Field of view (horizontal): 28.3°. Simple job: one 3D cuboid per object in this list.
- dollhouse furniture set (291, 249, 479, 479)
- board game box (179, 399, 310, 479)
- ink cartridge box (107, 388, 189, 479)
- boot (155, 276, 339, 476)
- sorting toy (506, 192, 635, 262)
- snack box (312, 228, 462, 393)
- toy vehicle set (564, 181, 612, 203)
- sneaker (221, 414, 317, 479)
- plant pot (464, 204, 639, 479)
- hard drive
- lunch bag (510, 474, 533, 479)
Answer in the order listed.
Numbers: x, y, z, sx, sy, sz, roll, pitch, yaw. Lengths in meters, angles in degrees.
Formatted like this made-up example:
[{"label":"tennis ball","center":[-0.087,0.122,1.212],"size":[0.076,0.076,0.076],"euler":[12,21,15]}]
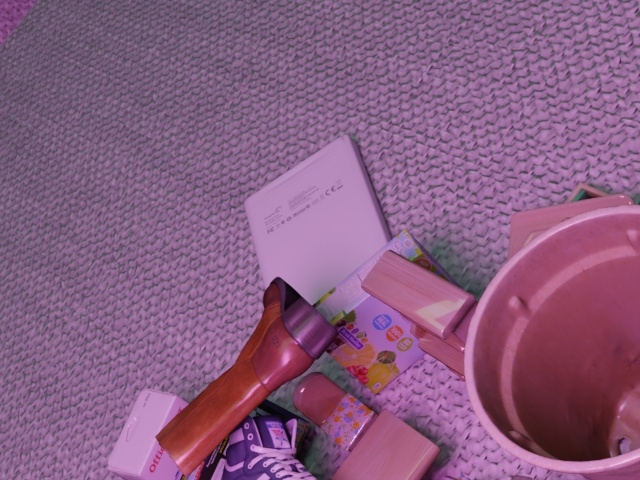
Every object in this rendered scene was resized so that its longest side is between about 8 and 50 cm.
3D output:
[{"label":"dollhouse furniture set","center":[0.093,0.257,1.727],"size":[0.394,0.256,0.362],"euler":[-52,42,-7]},{"label":"board game box","center":[-0.114,0.322,1.934],"size":[0.170,0.141,0.048],"euler":[-64,12,-19]},{"label":"ink cartridge box","center":[-0.218,0.334,1.969],"size":[0.082,0.191,0.139],"euler":[5,63,41]},{"label":"boot","center":[-0.111,0.190,1.751],"size":[0.280,0.096,0.264],"euler":[-45,21,-3]},{"label":"sorting toy","center":[0.351,0.044,1.796],"size":[0.193,0.038,0.208],"euler":[-11,57,33]},{"label":"snack box","center":[0.104,0.109,1.894],"size":[0.207,0.174,0.070],"euler":[-41,41,7]},{"label":"toy vehicle set","center":[0.364,0.053,1.829],"size":[0.267,0.035,0.166],"euler":[-53,42,-7]},{"label":"sneaker","center":[-0.040,0.313,1.672],"size":[0.282,0.099,0.153],"euler":[2,82,50]},{"label":"plant pot","center":[0.389,0.176,1.512],"size":[0.334,0.305,0.334],"euler":[-22,48,26]},{"label":"hard drive","center":[0.000,0.000,2.159],"size":[0.233,0.047,0.353],"euler":[-32,43,15]},{"label":"lunch bag","center":[0.253,0.424,1.496],"size":[0.235,0.169,0.287],"euler":[-55,36,-8]}]
